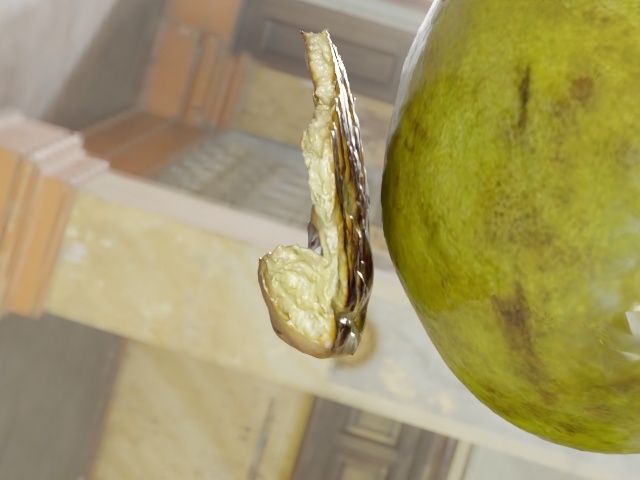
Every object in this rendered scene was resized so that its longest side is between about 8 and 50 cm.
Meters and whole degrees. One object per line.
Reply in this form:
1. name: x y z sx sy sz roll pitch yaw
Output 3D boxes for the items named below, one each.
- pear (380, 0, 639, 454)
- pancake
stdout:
1. pear: 0.208 -0.041 1.061 0.413 0.352 0.352 -136 -120 -64
2. pancake: 0.000 0.000 1.056 0.257 0.056 0.212 76 13 -53
